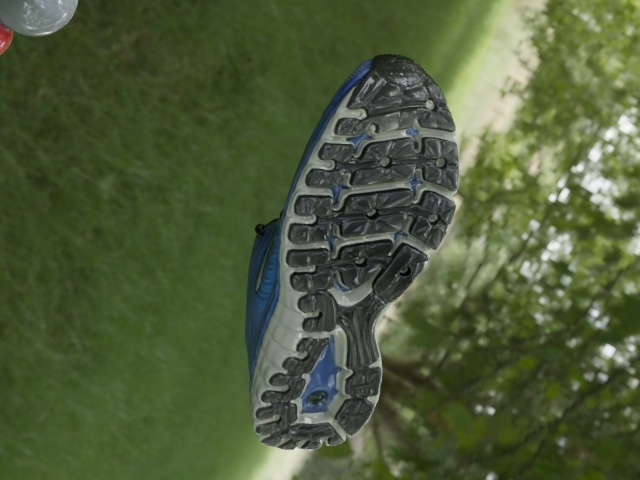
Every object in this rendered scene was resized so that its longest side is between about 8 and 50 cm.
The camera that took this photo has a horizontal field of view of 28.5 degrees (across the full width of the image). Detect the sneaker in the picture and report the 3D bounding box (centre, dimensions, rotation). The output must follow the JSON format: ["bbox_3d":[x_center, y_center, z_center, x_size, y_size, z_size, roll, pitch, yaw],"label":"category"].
[{"bbox_3d":[0.000,0.000,0.964,0.147,0.130,0.330,-117,-141,-49],"label":"sneaker"}]

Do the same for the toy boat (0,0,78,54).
[{"bbox_3d":[-0.305,-0.201,0.878,0.148,0.267,0.318,-25,162,16],"label":"toy boat"}]
